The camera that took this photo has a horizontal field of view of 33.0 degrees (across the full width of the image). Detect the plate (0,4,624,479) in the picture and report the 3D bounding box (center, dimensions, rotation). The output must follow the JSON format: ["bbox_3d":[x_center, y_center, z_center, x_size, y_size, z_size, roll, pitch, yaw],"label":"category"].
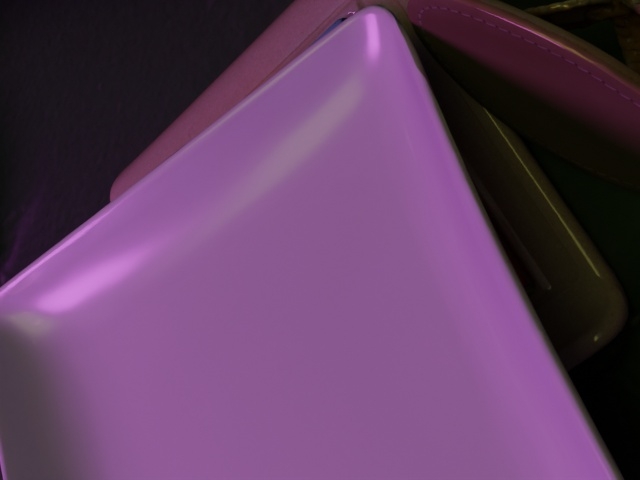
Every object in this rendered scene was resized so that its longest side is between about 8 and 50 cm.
[{"bbox_3d":[-0.026,0.078,0.463,0.278,0.045,0.277,-35,55,22],"label":"plate"}]

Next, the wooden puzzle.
[{"bbox_3d":[0.000,0.000,0.534,0.221,0.044,0.238,-40,67,28],"label":"wooden puzzle"}]

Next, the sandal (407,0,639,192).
[{"bbox_3d":[0.153,-0.058,0.424,0.240,0.088,0.079,34,77,24],"label":"sandal"}]
